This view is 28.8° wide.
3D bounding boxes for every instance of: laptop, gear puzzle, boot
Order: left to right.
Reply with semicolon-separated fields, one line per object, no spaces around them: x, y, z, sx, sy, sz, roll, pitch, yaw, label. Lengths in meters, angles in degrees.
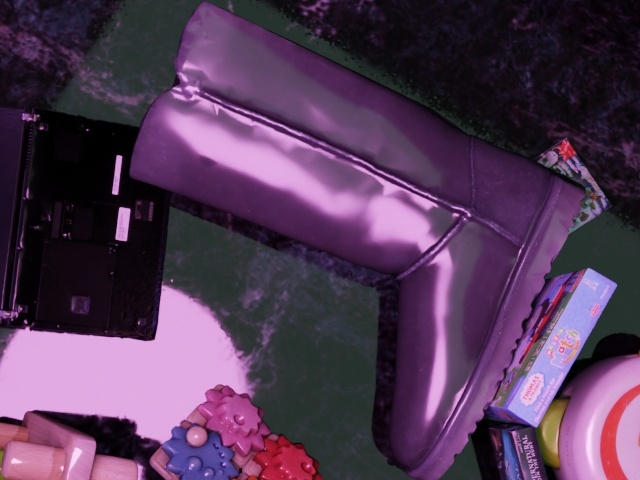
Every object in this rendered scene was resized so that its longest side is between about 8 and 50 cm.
-0.314;-0.018;1.369;0.264;0.136;0.234;8;83;-29;laptop
-0.012;0.290;1.284;0.339;0.175;0.044;42;123;2;gear puzzle
0.001;-0.002;1.310;0.445;0.146;0.367;26;82;-3;boot

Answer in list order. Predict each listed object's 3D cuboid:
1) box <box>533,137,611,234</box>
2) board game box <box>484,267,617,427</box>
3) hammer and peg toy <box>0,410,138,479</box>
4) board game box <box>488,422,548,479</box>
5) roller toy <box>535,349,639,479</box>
0.244;-0.039;1.401;0.137;0.027;0.094;-34;86;-6;box
0.222;0.112;1.291;0.039;0.211;0.160;31;82;0;board game box
-0.266;0.307;1.168;0.127;0.361;0.266;14;84;-23;hammer and peg toy
0.222;0.287;1.315;0.026;0.126;0.186;-13;84;-6;board game box
0.350;0.214;1.321;0.209;0.146;0.191;-35;88;-7;roller toy
